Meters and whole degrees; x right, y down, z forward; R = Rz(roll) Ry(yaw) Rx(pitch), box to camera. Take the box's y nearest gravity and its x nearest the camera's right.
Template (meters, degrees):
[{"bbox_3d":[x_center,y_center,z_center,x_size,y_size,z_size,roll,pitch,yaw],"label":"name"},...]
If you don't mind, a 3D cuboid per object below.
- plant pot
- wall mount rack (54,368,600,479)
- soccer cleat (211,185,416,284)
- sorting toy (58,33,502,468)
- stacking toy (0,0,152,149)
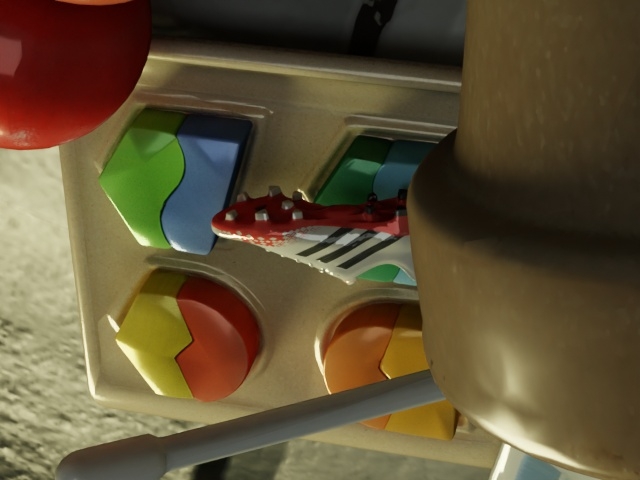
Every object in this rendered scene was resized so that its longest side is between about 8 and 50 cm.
[{"bbox_3d":[0.134,-0.090,0.410,0.263,0.263,0.229,-5,109,22],"label":"plant pot"},{"bbox_3d":[0.059,0.148,0.655,0.304,0.130,0.350,18,140,7],"label":"wall mount rack"},{"bbox_3d":[0.000,0.000,0.608,0.083,0.029,0.035,-1,118,12],"label":"soccer cleat"},{"bbox_3d":[-0.013,0.013,0.657,0.193,0.038,0.208,7,129,12],"label":"sorting toy"},{"bbox_3d":[-0.055,-0.149,0.478,0.141,0.141,0.330,26,132,-3],"label":"stacking toy"}]
